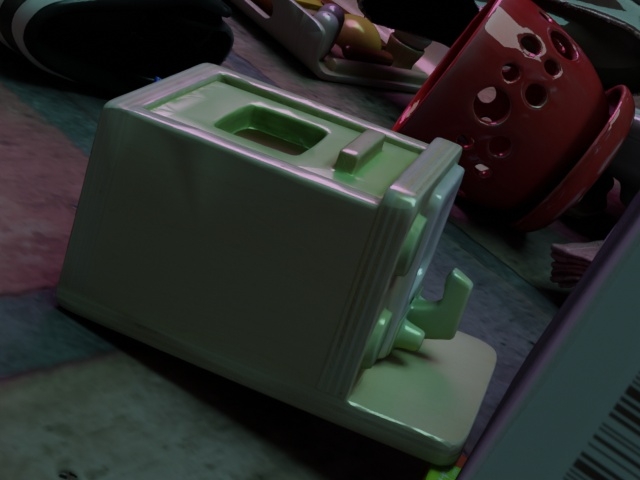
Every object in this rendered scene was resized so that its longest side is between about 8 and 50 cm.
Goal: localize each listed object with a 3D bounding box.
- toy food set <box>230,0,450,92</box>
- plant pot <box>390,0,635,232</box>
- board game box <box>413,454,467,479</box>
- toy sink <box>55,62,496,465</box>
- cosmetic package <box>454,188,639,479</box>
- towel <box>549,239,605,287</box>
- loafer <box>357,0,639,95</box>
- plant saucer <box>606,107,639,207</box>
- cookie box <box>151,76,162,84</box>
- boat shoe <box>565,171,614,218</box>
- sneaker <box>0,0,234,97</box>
[{"bbox_3d":[0.019,-0.270,1.402,0.220,0.092,0.306,43,25,28],"label":"toy food set"},{"bbox_3d":[0.179,-0.112,1.157,0.174,0.191,0.191,39,22,-4],"label":"plant pot"},{"bbox_3d":[0.119,0.185,0.622,0.181,0.043,0.092,32,22,4],"label":"board game box"},{"bbox_3d":[0.000,0.000,0.693,0.234,0.131,0.153,22,21,10],"label":"toy sink"},{"bbox_3d":[0.212,0.060,0.667,0.161,0.230,0.453,34,13,9],"label":"cosmetic package"},{"bbox_3d":[0.380,0.058,1.011,0.237,0.037,0.329,-5,19,-33],"label":"towel"},{"bbox_3d":[0.195,-0.222,1.301,0.366,0.134,0.130,19,60,4],"label":"loafer"},{"bbox_3d":[0.436,-0.048,1.314,0.400,0.100,0.400,20,12,-5],"label":"plant saucer"},{"bbox_3d":[-0.088,-0.067,0.901,0.092,0.040,0.107,23,24,-20],"label":"cookie box"},{"bbox_3d":[0.279,-0.053,1.345,0.056,0.048,0.153,54,29,-4],"label":"boat shoe"},{"bbox_3d":[-0.160,-0.230,1.054,0.257,0.169,0.447,43,31,6],"label":"sneaker"}]
